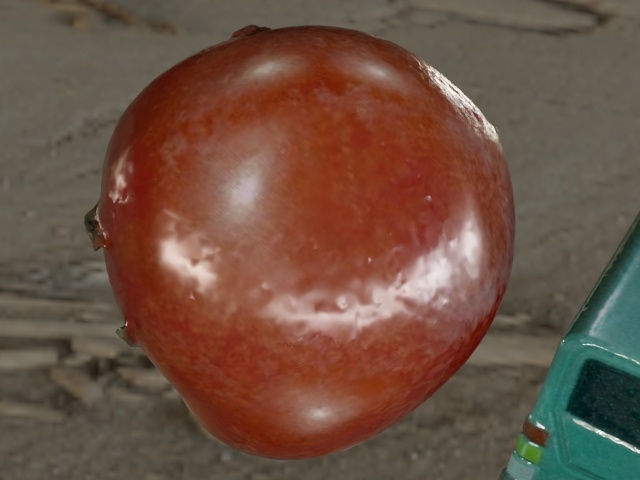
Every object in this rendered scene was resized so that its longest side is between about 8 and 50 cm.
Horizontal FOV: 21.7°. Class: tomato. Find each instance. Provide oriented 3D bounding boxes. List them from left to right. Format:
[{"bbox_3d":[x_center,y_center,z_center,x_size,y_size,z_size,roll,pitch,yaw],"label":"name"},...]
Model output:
[{"bbox_3d":[0.000,0.000,0.634,0.167,0.167,0.167,6,20,-2],"label":"tomato"}]

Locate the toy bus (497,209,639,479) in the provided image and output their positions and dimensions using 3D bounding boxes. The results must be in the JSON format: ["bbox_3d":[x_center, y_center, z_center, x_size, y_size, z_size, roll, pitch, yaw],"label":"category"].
[{"bbox_3d":[0.201,0.042,0.850,0.128,0.147,0.256,26,42,13],"label":"toy bus"}]
